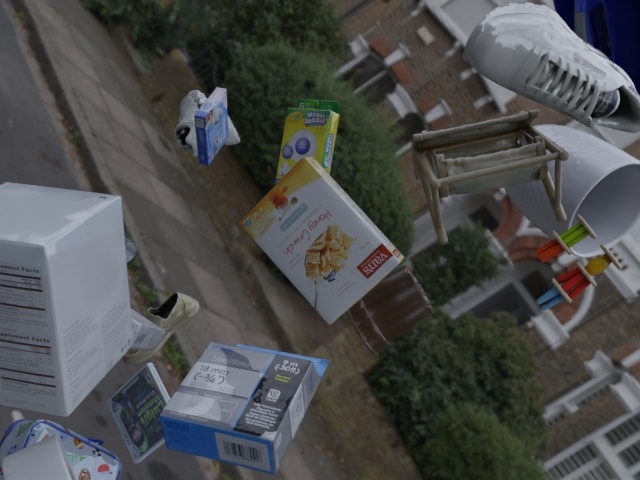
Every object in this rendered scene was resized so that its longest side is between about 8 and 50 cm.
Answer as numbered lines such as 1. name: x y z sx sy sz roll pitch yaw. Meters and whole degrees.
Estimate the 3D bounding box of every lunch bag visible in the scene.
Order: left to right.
1. lunch bag: -0.597 0.545 1.526 0.303 0.115 0.243 50 40 -41

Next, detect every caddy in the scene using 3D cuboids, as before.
1. caddy: 0.518 -0.379 1.163 0.341 0.179 0.241 67 -9 -22

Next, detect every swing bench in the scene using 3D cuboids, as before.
1. swing bench: 0.326 -0.149 1.350 0.254 0.253 0.165 -98 174 -50

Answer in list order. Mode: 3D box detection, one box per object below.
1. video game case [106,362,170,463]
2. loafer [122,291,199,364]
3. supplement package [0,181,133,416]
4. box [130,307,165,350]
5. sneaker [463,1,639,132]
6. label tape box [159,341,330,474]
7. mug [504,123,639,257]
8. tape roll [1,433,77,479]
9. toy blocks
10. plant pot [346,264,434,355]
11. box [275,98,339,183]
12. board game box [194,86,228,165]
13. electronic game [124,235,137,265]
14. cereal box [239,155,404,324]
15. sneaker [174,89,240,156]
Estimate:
1. video game case: -0.423 0.413 1.613 0.022 0.190 0.173 -4 57 -57
2. loafer: -0.478 0.246 1.957 0.102 0.268 0.092 28 -22 53
3. supplement package: -0.415 0.077 0.985 0.199 0.198 0.262 -60 155 -64
4. box: -0.474 0.110 1.340 0.322 0.058 0.232 33 -10 5
5. sneaker: 0.257 -0.177 0.718 0.235 0.090 0.095 9 42 -29
6. label tape box: -0.145 0.302 1.411 0.333 0.241 0.106 -59 151 -53
7. mug: 0.654 -0.126 1.808 0.328 0.276 0.374 49 -8 46
8. tape roll: -0.473 0.503 1.221 0.286 0.100 0.286 46 -32 40
9. toy blocks: 0.424 0.043 1.180 0.054 0.148 0.123 30 27 -55
10. plant pot: 0.154 0.147 1.519 0.167 0.165 0.167 56 9 -14
11. box: -0.024 -0.193 1.343 0.105 0.179 0.043 9 -1 30
12. board game box: -0.171 -0.180 1.069 0.090 0.020 0.090 -69 167 -46
13. electronic game: -0.549 0.023 1.587 0.229 0.229 0.048 -116 -148 -62
14. cereal box: 0.000 0.000 1.153 0.240 0.173 0.047 48 20 6
15. sneaker: -0.286 -0.265 1.544 0.110 0.118 0.292 61 -12 -29
